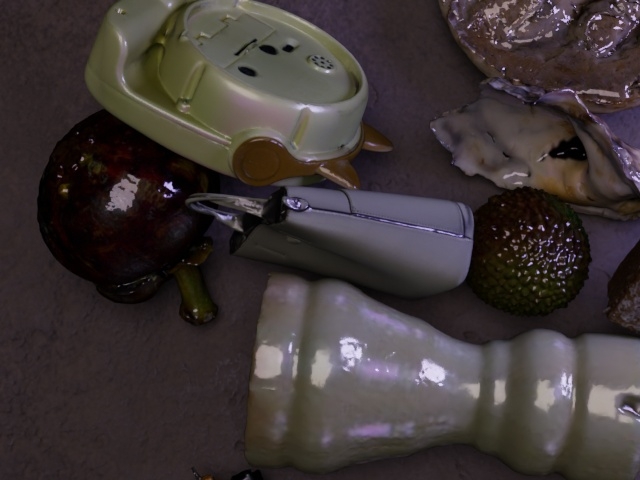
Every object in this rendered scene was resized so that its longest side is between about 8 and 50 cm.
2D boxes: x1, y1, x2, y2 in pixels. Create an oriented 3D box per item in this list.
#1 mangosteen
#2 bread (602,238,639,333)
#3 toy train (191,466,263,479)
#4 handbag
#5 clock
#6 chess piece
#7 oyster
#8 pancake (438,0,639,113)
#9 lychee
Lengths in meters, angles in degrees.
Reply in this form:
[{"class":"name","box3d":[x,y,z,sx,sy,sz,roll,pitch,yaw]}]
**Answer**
[{"class":"mangosteen","box3d":[-0.211,-0.025,1.583,0.231,0.231,0.289,-34,119,1]},{"class":"bread","box3d":[0.536,0.105,1.439,0.416,0.113,0.165,28,118,-1]},{"class":"toy train","box3d":[-0.083,0.358,1.551,0.127,0.089,0.219,-26,78,-8]},{"class":"handbag","box3d":[0.000,0.000,1.485,0.315,0.241,0.109,6,77,-18]},{"class":"clock","box3d":[-0.076,-0.184,1.537,0.348,0.286,0.117,29,122,6]},{"class":"chess piece","box3d":[0.143,0.171,1.483,0.442,0.234,0.234,6,82,6]},{"class":"oyster","box3d":[0.288,-0.110,1.530,0.275,0.271,0.100,7,68,45]},{"class":"pancake","box3d":[0.328,-0.332,1.602,0.387,0.082,0.387,-2,74,5]},{"class":"lychee","box3d":[0.243,0.018,1.517,0.171,0.171,0.171,-1,81,7]}]
